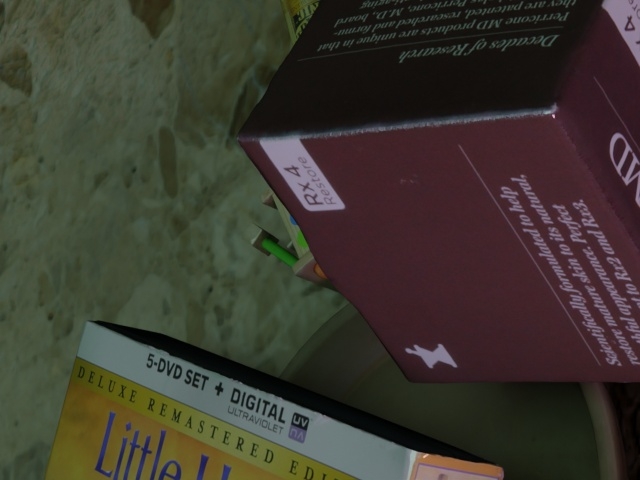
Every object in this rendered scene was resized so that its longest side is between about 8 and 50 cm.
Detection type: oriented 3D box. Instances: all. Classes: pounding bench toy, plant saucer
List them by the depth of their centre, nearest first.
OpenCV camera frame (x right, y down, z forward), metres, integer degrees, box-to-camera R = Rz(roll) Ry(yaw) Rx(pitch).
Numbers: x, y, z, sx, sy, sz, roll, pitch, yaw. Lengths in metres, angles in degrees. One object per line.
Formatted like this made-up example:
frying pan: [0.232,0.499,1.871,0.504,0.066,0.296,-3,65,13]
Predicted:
plant saucer: [0.048,0.150,0.955,0.278,0.041,0.277,-25,55,41]
pounding bench toy: [0.000,0.000,1.064,0.083,0.052,0.065,-40,53,24]

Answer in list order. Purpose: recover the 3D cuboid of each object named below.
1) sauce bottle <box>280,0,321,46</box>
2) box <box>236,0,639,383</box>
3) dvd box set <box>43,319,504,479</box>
sauce bottle: [0.007,-0.105,1.103,0.042,0.042,0.128,-34,56,27]
box: [0.104,-0.063,0.874,0.167,0.168,0.203,-3,46,39]
dvd box set: [-0.076,0.273,0.969,0.308,0.062,0.420,17,92,53]
